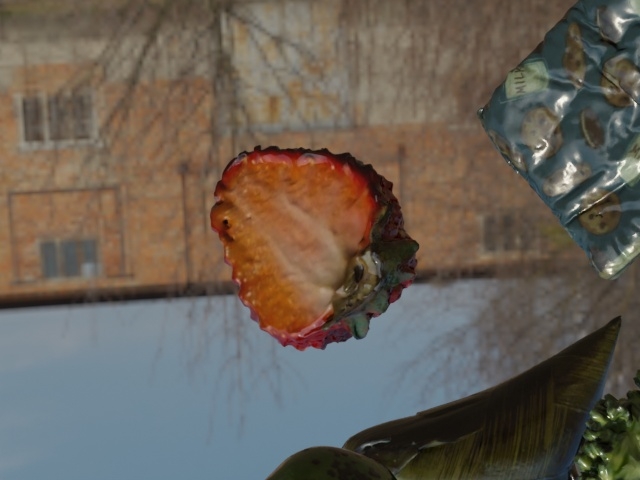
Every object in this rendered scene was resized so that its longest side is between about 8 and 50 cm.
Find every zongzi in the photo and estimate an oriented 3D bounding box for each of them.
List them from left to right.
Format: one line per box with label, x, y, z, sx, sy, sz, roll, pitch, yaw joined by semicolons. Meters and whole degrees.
zongzi;0.260;0.278;2.086;0.404;0.432;0.208;16;-170;-16

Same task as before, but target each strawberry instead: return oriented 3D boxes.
strawberry;0.000;0.000;1.247;0.111;0.190;0.236;21;-165;-49

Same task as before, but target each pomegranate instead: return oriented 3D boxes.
pomegranate;0.013;0.411;1.717;0.254;0.254;0.270;-4;-132;-15

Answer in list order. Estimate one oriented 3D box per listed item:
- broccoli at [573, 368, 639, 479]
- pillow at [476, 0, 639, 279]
broccoli;0.467;0.298;1.482;0.334;0.324;0.272;-39;-162;-1
pillow;0.250;-0.112;0.992;0.034;0.189;0.255;-15;154;-50
